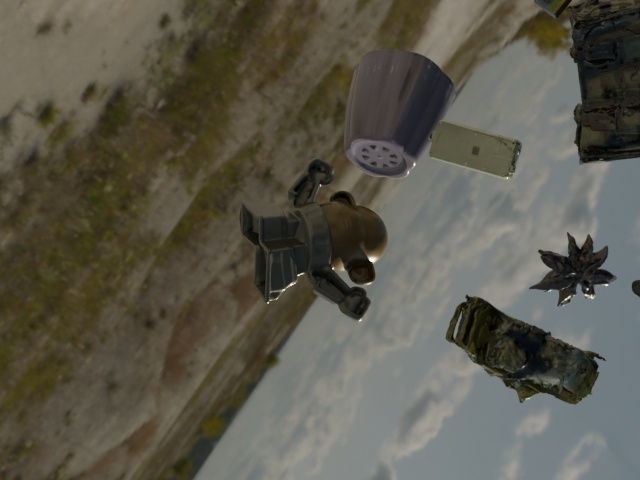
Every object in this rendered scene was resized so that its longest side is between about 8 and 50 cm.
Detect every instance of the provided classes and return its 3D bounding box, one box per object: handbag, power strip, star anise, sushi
[{"bbox_3d":[0.635,-0.312,1.795,0.162,0.327,0.325,-71,152,-64],"label":"handbag"},{"bbox_3d":[0.302,-0.180,1.895,0.035,0.192,0.081,4,103,-61],"label":"power strip"},{"bbox_3d":[0.548,0.071,2.081,0.180,0.204,0.061,-45,-152,13],"label":"star anise"},{"bbox_3d":[0.359,0.209,1.709,0.139,0.291,0.131,-66,-164,-9],"label":"sushi"}]

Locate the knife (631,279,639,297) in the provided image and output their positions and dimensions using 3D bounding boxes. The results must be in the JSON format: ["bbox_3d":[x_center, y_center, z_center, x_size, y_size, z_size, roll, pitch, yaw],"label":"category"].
[{"bbox_3d":[0.681,0.121,1.944,0.031,0.121,0.018,-57,166,3],"label":"knife"}]

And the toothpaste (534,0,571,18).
[{"bbox_3d":[0.457,-0.470,1.659,0.193,0.070,0.044,-52,167,12],"label":"toothpaste"}]

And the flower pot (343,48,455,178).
[{"bbox_3d":[0.176,-0.292,2.364,0.265,0.265,0.243,120,-11,-65],"label":"flower pot"}]

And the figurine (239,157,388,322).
[{"bbox_3d":[0.001,0.001,1.941,0.285,0.342,0.167,-9,-179,-21],"label":"figurine"}]
